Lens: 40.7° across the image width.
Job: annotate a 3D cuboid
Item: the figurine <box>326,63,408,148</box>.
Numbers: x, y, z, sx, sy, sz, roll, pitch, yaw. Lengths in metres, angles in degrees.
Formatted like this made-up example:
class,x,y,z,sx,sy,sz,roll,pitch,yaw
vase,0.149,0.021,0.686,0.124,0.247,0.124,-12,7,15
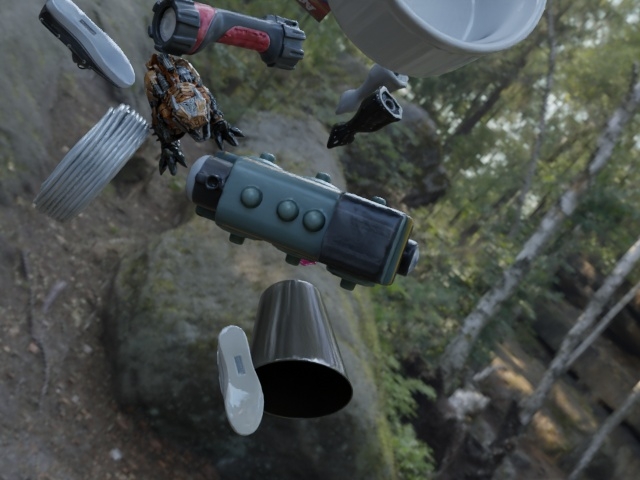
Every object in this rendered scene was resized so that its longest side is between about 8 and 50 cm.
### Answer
class,x,y,z,sx,sy,sz,roll,pitch,yaw
figurine,0.107,-0.341,2.171,0.092,0.209,0.215,40,42,-26

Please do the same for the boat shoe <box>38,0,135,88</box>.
class,x,y,z,sx,sy,sz,roll,pitch,yaw
boat shoe,-0.472,-0.384,1.727,0.228,0.076,0.080,45,32,-15

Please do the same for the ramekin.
class,x,y,z,sx,sy,sz,roll,pitch,yaw
ramekin,0.134,-0.338,1.069,0.277,0.277,0.135,38,-27,-15

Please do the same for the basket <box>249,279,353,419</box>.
class,x,y,z,sx,sy,sz,roll,pitch,yaw
basket,-0.051,0.193,1.603,0.204,0.154,0.227,12,37,-16

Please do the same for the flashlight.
class,x,y,z,sx,sy,sz,roll,pitch,yaw
flashlight,-0.162,-0.371,1.588,0.304,0.103,0.103,3,47,-43

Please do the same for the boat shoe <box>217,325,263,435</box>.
class,x,y,z,sx,sy,sz,roll,pitch,yaw
boat shoe,-0.142,0.238,1.448,0.063,0.066,0.184,119,-44,-64

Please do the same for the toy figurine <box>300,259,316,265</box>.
class,x,y,z,sx,sy,sz,roll,pitch,yaw
toy figurine,0.000,0.000,1.928,0.130,0.159,0.173,-52,137,-52

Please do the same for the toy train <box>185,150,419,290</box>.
class,x,y,z,sx,sy,sz,roll,pitch,yaw
toy train,-0.024,-0.033,1.179,0.333,0.142,0.190,22,-1,7

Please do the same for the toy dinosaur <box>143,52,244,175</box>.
class,x,y,z,sx,sy,sz,roll,pitch,yaw
toy dinosaur,-0.248,-0.258,1.563,0.322,0.164,0.218,-95,170,-49

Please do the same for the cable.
class,x,y,z,sx,sy,sz,roll,pitch,yaw
cable,-0.419,-0.138,1.584,0.089,0.257,0.257,42,53,-15

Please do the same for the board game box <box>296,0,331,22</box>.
class,x,y,z,sx,sy,sz,roll,pitch,yaw
board game box,-0.079,-0.620,1.963,0.281,0.027,0.145,41,-12,-10
